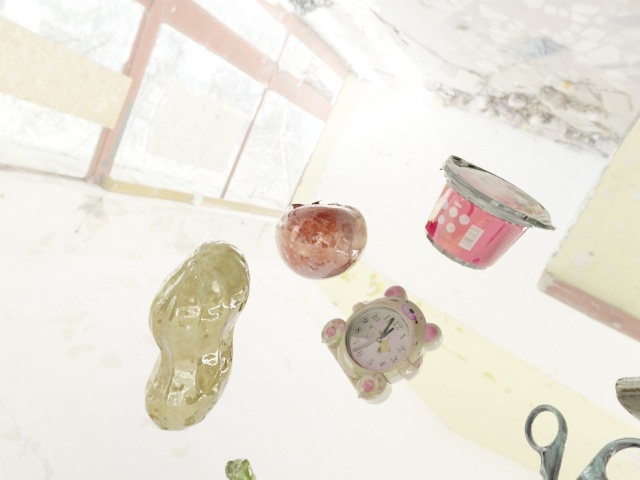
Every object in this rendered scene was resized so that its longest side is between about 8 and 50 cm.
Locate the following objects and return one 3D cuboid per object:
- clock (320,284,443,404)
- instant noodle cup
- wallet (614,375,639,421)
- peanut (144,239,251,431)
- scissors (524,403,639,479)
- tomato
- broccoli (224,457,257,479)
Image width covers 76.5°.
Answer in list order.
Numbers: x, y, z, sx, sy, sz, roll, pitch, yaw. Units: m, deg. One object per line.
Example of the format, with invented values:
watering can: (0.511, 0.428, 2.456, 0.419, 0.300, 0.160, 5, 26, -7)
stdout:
clock: (0.186, 0.300, 1.229, 0.284, 0.309, 0.114, 50, 176, 38)
instant noodle cup: (0.358, -0.049, 0.942, 0.258, 0.182, 0.302, 12, -149, -23)
wallet: (0.340, 0.131, 0.289, 0.110, 0.031, 0.198, 36, 154, 0)
peanut: (-0.171, 0.132, 0.546, 0.111, 0.275, 0.125, 19, -171, 42)
scissors: (0.409, 0.487, 0.719, 0.029, 0.383, 0.256, 42, 163, -13)
tomato: (0.000, 0.000, 1.161, 0.270, 0.227, 0.270, 1, -169, 0)
broccoli: (-0.167, 0.662, 1.033, 0.145, 0.304, 0.165, 7, -146, 40)
